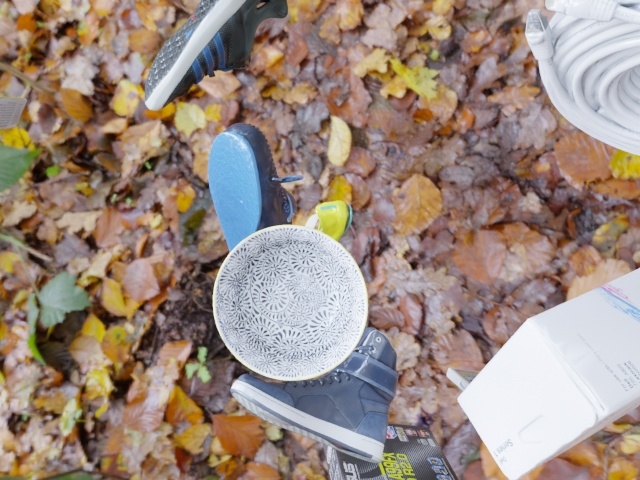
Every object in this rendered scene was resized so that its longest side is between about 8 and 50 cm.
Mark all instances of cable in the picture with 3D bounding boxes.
[{"bbox_3d":[0.316,-0.146,0.482,0.257,0.257,0.089,17,80,29],"label":"cable"}]

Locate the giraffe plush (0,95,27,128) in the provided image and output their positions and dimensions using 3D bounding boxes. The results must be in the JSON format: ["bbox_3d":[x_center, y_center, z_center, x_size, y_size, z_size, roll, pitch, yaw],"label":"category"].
[{"bbox_3d":[-0.260,-0.105,0.236,0.170,0.210,0.181,30,91,8],"label":"giraffe plush"}]

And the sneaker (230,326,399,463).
[{"bbox_3d":[0.004,0.176,0.764,0.086,0.226,0.163,-21,45,59],"label":"sneaker"}]

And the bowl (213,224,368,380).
[{"bbox_3d":[-0.030,0.067,0.665,0.170,0.080,0.170,0,91,5],"label":"bowl"}]

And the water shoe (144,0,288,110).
[{"bbox_3d":[-0.116,-0.206,0.638,0.203,0.080,0.073,-41,43,27],"label":"water shoe"}]

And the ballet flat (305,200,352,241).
[{"bbox_3d":[0.000,0.000,1.142,0.077,0.231,0.077,-1,56,-14],"label":"ballet flat"}]

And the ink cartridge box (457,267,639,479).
[{"bbox_3d":[0.327,0.143,0.681,0.117,0.278,0.201,57,149,30],"label":"ink cartridge box"}]

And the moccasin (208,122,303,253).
[{"bbox_3d":[-0.103,-0.058,0.968,0.138,0.342,0.117,35,56,26],"label":"moccasin"}]

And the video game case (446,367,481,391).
[{"bbox_3d":[0.283,0.229,0.836,0.143,0.157,0.019,-142,65,-67],"label":"video game case"}]

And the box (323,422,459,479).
[{"bbox_3d":[0.125,0.414,1.042,0.216,0.270,0.060,10,99,-7],"label":"box"}]
